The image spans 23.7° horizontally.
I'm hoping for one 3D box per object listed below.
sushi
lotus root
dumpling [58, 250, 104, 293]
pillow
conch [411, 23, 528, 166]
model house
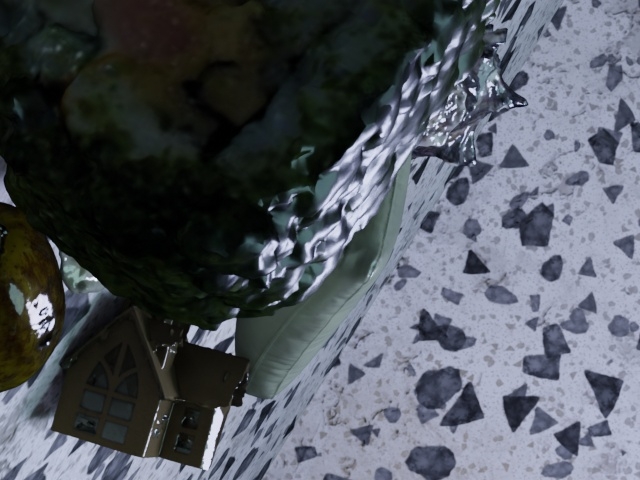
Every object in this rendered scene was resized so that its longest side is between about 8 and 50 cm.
[{"bbox_3d":[-0.062,-0.143,0.919,0.352,0.294,0.178,-57,167,-17],"label":"sushi"},{"bbox_3d":[-0.240,0.043,1.090,0.120,0.120,0.209,-51,165,-33],"label":"lotus root"},{"bbox_3d":[-0.133,-0.086,1.148,0.193,0.147,0.258,90,25,-60],"label":"dumpling"},{"bbox_3d":[0.000,0.000,1.595,0.322,0.120,0.255,126,-20,-52],"label":"pillow"},{"bbox_3d":[0.123,-0.183,2.002,0.241,0.186,0.313,-14,161,-37],"label":"conch"},{"bbox_3d":[-0.156,0.101,1.602,0.181,0.176,0.248,29,76,-79],"label":"model house"}]
